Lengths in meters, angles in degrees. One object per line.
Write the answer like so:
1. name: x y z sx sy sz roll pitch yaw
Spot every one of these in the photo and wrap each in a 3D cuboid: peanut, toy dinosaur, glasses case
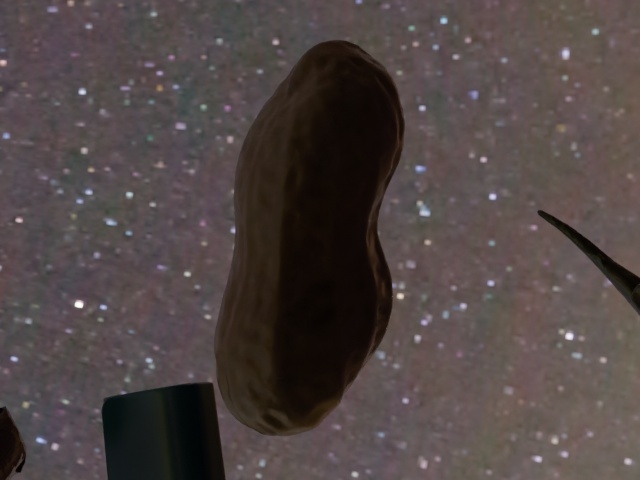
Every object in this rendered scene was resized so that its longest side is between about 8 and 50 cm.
1. peanut: 0.000 0.000 0.885 0.125 0.111 0.274 7 -84 -31
2. toy dinosaur: 0.430 0.115 1.376 0.087 0.447 0.301 -47 -19 26
3. glasses case: -0.148 0.296 1.257 0.070 0.117 0.301 8 -109 -67

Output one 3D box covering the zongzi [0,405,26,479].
1. zongzi: -0.416 0.282 1.454 0.274 0.300 0.145 -34 -75 -38
